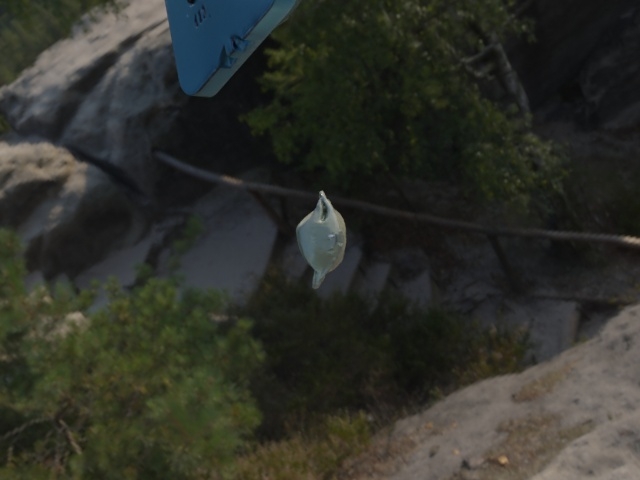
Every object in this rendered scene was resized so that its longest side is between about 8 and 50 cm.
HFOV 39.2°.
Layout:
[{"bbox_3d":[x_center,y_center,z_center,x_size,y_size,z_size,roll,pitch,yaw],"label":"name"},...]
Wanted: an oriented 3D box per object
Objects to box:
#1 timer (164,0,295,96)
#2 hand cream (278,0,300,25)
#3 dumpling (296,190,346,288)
[{"bbox_3d":[-0.091,-0.307,1.006,0.232,0.091,0.250,-34,58,48],"label":"timer"},{"bbox_3d":[-0.028,-0.425,1.368,0.111,0.070,0.312,-47,-1,-40],"label":"hand cream"},{"bbox_3d":[0.001,-0.001,0.770,0.043,0.077,0.059,-19,-3,-5],"label":"dumpling"}]
